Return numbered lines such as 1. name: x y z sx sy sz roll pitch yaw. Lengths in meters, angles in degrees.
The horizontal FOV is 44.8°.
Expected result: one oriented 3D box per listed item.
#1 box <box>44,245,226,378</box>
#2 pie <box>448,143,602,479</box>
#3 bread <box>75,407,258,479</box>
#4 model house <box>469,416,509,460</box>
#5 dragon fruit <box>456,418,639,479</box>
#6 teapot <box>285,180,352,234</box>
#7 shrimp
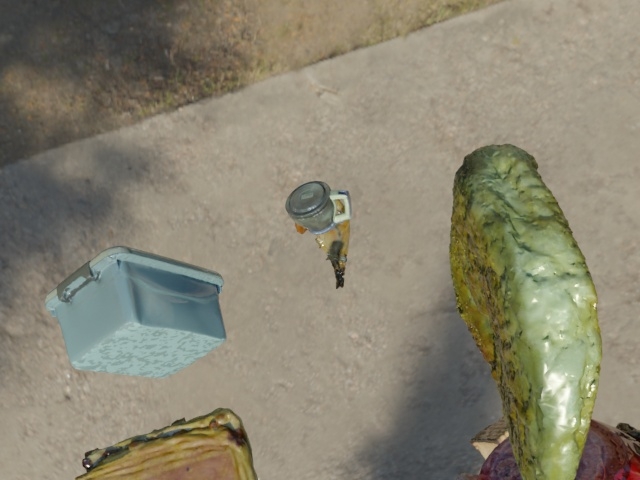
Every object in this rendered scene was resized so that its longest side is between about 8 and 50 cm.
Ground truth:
1. box: -0.245 0.101 1.073 0.227 0.162 0.130 22 40 -52
2. pie: 0.161 0.061 0.608 0.078 0.277 0.277 -14 68 2
3. bread: -0.211 0.447 1.184 0.277 0.167 0.324 -17 70 -4
4. model house: 0.360 0.324 1.194 0.172 0.166 0.183 -37 84 -13
5. dragon fruit: 0.287 0.331 0.790 0.269 0.250 0.291 -33 105 -8
6. teapot: 0.002 -0.042 1.033 0.088 0.057 0.066 -11 45 20
7. shrimp: 0.008 -0.001 1.705 0.117 0.262 0.066 7 41 10
